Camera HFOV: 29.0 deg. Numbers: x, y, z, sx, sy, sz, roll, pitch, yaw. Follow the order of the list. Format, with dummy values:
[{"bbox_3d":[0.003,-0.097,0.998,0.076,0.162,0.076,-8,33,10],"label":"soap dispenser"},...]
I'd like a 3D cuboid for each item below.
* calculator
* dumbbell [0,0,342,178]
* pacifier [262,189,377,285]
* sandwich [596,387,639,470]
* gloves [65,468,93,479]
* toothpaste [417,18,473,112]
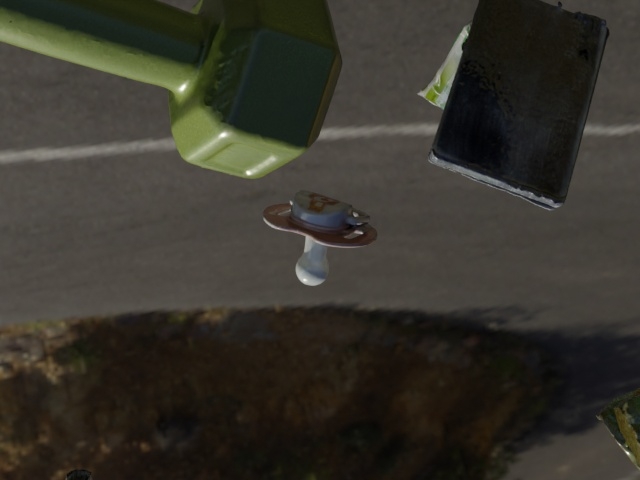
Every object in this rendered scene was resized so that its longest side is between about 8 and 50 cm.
[{"bbox_3d":[0.225,-0.169,1.379,0.161,0.261,0.021,21,153,0],"label":"calculator"},{"bbox_3d":[-0.136,-0.120,0.661,0.302,0.108,0.121,14,162,-25],"label":"dumbbell"},{"bbox_3d":[0.000,0.000,1.029,0.099,0.078,0.081,18,-160,27],"label":"pacifier"},{"bbox_3d":[0.347,0.167,1.038,0.160,0.185,0.109,-42,164,-5],"label":"sandwich"},{"bbox_3d":[-0.220,0.237,1.108,0.037,0.081,0.044,22,-159,15],"label":"gloves"},{"bbox_3d":[0.184,-0.218,1.550,0.047,0.078,0.248,-52,176,-23],"label":"toothpaste"}]
